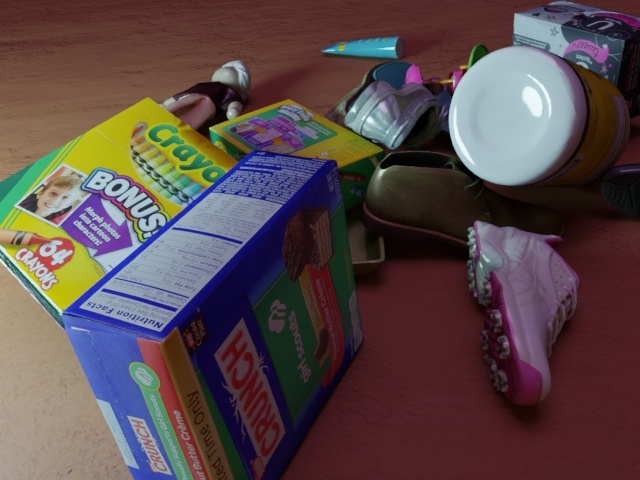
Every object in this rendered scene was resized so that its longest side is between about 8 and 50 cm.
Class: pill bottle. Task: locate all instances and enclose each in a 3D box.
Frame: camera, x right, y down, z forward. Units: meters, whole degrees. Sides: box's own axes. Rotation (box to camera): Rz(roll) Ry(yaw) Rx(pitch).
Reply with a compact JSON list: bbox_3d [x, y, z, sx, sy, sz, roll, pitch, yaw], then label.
[{"bbox_3d":[0.347,-0.173,1.061,0.188,0.187,0.334,21,15,35],"label":"pill bottle"}]

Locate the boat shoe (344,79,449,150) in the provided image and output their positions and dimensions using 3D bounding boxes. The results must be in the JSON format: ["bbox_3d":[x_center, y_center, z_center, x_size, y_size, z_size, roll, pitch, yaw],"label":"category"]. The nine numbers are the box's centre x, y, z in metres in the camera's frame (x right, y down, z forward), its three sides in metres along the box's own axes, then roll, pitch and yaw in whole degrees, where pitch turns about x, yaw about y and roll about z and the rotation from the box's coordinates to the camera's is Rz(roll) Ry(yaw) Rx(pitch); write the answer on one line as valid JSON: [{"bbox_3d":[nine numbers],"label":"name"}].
[{"bbox_3d":[0.146,-0.195,1.181,0.103,0.118,0.320,43,19,14],"label":"boat shoe"}]

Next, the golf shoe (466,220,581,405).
[{"bbox_3d":[0.259,0.073,0.862,0.140,0.115,0.306,0,35,4],"label":"golf shoe"}]

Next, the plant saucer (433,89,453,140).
[{"bbox_3d":[0.359,-0.247,1.377,0.318,0.043,0.317,-4,35,3],"label":"plant saucer"}]

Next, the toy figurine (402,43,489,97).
[{"bbox_3d":[0.244,-0.306,1.366,0.159,0.130,0.173,4,12,32],"label":"toy figurine"}]

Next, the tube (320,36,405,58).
[{"bbox_3d":[0.108,-0.483,1.769,0.207,0.052,0.080,9,26,31],"label":"tube"}]

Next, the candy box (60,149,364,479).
[{"bbox_3d":[-0.080,0.095,0.741,0.122,0.268,0.317,9,37,28],"label":"candy box"}]

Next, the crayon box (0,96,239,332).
[{"bbox_3d":[-0.247,-0.013,0.966,0.363,0.106,0.313,36,61,28],"label":"crayon box"}]

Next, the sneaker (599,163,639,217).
[{"bbox_3d":[0.535,-0.097,1.091,0.228,0.087,0.130,-2,32,1],"label":"sneaker"}]

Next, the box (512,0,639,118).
[{"bbox_3d":[0.485,-0.333,1.298,0.142,0.163,0.247,-23,37,-26],"label":"box"}]

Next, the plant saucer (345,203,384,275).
[{"bbox_3d":[0.000,0.000,1.067,0.189,0.045,0.188,-4,34,4],"label":"plant saucer"}]

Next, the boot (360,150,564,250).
[{"bbox_3d":[0.219,-0.055,1.027,0.306,0.115,0.112,7,32,-7],"label":"boot"}]

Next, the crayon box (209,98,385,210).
[{"bbox_3d":[-0.042,-0.134,1.156,0.165,0.081,0.278,-25,39,-25],"label":"crayon box"}]

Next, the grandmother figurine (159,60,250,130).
[{"bbox_3d":[-0.252,-0.285,1.487,0.208,0.104,0.342,19,43,19],"label":"grandmother figurine"}]

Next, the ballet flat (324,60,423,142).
[{"bbox_3d":[0.098,-0.263,1.392,0.123,0.123,0.348,10,32,23],"label":"ballet flat"}]
